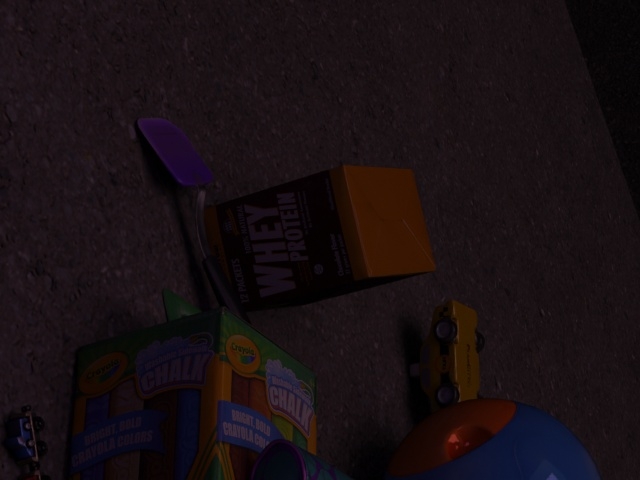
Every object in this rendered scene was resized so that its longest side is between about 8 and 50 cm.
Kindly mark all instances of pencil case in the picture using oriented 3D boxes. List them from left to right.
[{"bbox_3d":[-0.004,0.235,1.297,0.151,0.064,0.070,39,27,-50],"label":"pencil case"}]

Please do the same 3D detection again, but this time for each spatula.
[{"bbox_3d":[-0.127,-0.004,1.594,0.084,0.030,0.296,-14,83,-63],"label":"spatula"}]

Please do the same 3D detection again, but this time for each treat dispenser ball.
[{"bbox_3d":[0.215,0.342,1.791,0.288,0.288,0.288,38,44,-49],"label":"treat dispenser ball"}]

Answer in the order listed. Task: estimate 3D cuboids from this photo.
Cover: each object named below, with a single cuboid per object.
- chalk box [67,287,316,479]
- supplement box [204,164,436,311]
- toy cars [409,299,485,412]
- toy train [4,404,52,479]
[{"bbox_3d":[-0.119,0.185,1.372,0.180,0.179,0.289,38,44,-49],"label":"chalk box"},{"bbox_3d":[0.000,0.000,1.676,0.191,0.194,0.129,-3,78,-62],"label":"supplement box"},{"bbox_3d":[0.213,0.277,2.054,0.176,0.087,0.394,-47,120,-53],"label":"toy cars"},{"bbox_3d":[-0.256,0.225,1.262,0.036,0.027,0.158,2,74,-50],"label":"toy train"}]
